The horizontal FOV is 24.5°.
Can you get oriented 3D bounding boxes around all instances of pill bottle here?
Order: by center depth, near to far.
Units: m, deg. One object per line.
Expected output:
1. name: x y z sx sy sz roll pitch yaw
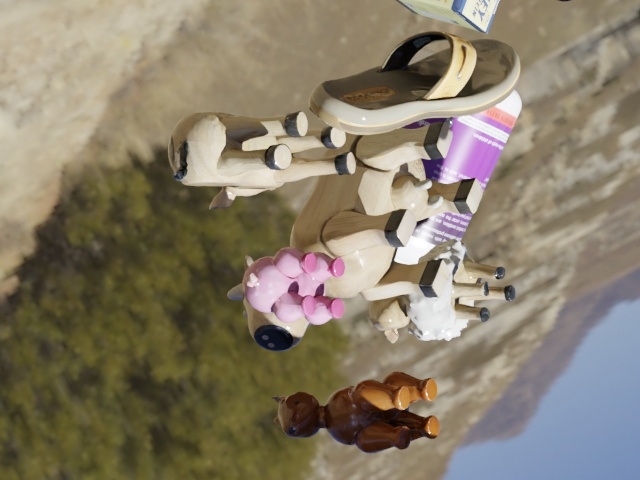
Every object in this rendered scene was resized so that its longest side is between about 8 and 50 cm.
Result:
1. pill bottle: 0.134 -0.089 2.014 0.323 0.181 0.181 -66 172 5

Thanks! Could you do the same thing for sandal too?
1. sandal: 0.070 -0.116 0.999 0.180 0.072 0.049 -17 128 -35

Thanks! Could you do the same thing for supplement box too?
1. supplement box: 0.117 -0.240 1.385 0.083 0.083 0.056 16 94 -63

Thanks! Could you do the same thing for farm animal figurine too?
1. farm animal figurine: 0.000 0.000 1.220 0.172 0.330 0.327 -2 -150 35
